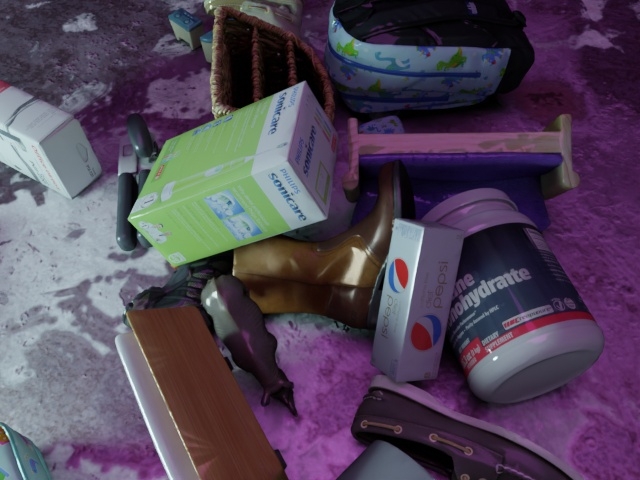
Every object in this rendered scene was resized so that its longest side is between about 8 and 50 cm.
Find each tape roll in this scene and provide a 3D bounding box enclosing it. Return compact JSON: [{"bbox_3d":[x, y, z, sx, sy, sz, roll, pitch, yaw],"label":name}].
[{"bbox_3d":[0.113,0.338,0.692,0.072,0.219,0.219,-37,60,-20],"label":"tape roll"}]

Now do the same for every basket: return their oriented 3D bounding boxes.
[{"bbox_3d":[-0.081,-0.279,1.143,0.214,0.223,0.299,-5,54,1],"label":"basket"}]

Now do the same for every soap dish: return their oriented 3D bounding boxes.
[{"bbox_3d":[-0.138,0.239,0.776,0.118,0.229,0.291,-28,58,-13],"label":"soap dish"}]

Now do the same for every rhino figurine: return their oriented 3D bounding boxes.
[{"bbox_3d":[-0.100,0.153,0.886,0.073,0.106,0.243,-30,82,-6],"label":"rhino figurine"}]

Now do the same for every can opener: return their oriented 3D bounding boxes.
[{"bbox_3d":[-0.349,-0.118,1.128,0.076,0.095,0.283,-10,54,-1],"label":"can opener"}]

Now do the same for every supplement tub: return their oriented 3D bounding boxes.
[{"bbox_3d":[0.260,0.078,0.880,0.191,0.191,0.272,-16,55,-6],"label":"supplement tub"}]

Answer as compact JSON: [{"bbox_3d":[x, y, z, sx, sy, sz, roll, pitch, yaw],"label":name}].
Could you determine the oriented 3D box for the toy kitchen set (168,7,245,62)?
[{"bbox_3d":[-0.222,-0.531,1.393,0.207,0.122,0.166,-39,61,-21],"label":"toy kitchen set"}]

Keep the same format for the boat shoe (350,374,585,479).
[{"bbox_3d":[0.186,0.282,0.798,0.305,0.109,0.091,20,59,25],"label":"boat shoe"}]

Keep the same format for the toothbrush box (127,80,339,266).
[{"bbox_3d":[-0.128,-0.101,0.943,0.283,0.122,0.206,-19,39,24],"label":"toothbrush box"}]

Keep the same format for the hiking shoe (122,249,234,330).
[{"bbox_3d":[-0.200,0.096,0.986,0.227,0.086,0.114,-38,76,-16],"label":"hiking shoe"}]

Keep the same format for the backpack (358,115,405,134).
[{"bbox_3d":[0.119,-0.171,1.134,0.105,0.084,0.114,-17,58,-5],"label":"backpack"}]

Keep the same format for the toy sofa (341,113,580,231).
[{"bbox_3d":[0.219,-0.103,0.997,0.363,0.150,0.177,0,85,5],"label":"toy sofa"}]

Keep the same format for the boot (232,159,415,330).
[{"bbox_3d":[0.000,0.000,0.941,0.281,0.264,0.096,7,13,20],"label":"boot"}]

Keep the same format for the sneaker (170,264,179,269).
[{"bbox_3d":[-0.205,-0.019,1.066,0.067,0.064,0.175,23,61,15],"label":"sneaker"}]

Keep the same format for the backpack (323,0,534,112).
[{"bbox_3d":[0.185,-0.389,1.203,0.356,0.273,0.290,0,54,-22],"label":"backpack"}]

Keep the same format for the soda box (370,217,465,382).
[{"bbox_3d":[0.132,0.082,0.834,0.074,0.216,0.069,4,11,-29],"label":"soda box"}]

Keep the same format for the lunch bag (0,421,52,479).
[{"bbox_3d":[-0.479,0.394,0.769,0.279,0.108,0.224,-33,64,-16],"label":"lunch bag"}]

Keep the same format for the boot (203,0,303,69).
[{"bbox_3d":[-0.139,-0.442,1.298,0.213,0.077,0.165,-3,94,-15],"label":"boot"}]

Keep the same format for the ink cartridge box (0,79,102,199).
[{"bbox_3d":[-0.546,-0.193,1.158,0.218,0.158,0.092,24,59,20],"label":"ink cartridge box"}]
